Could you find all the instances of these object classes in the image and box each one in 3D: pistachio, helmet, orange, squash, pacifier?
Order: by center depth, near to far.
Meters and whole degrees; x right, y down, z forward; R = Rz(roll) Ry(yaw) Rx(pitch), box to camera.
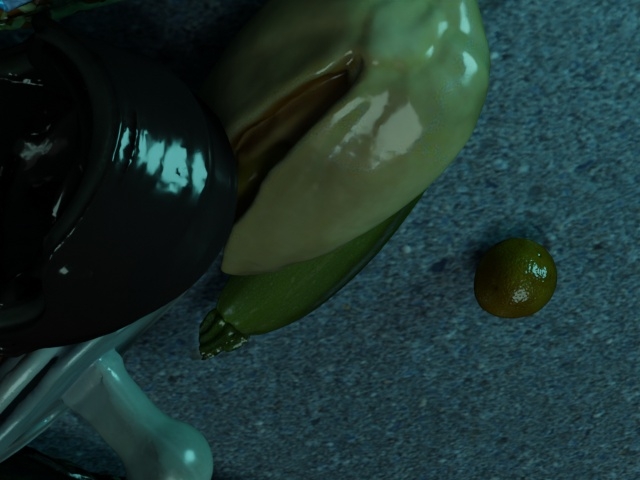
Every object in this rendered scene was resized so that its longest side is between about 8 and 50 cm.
[{"bbox_3d":[-0.184,-0.027,1.123,0.177,0.225,0.305,10,158,-39],"label":"helmet"},{"bbox_3d":[0.006,-0.099,1.180,0.187,0.187,0.299,22,135,-33],"label":"pistachio"},{"bbox_3d":[0.000,0.000,1.348,0.094,0.094,0.341,21,125,-33],"label":"squash"},{"bbox_3d":[-0.188,0.150,1.352,0.226,0.238,0.287,44,116,3],"label":"pacifier"},{"bbox_3d":[0.184,0.037,1.440,0.085,0.085,0.085,-8,138,-7],"label":"orange"}]

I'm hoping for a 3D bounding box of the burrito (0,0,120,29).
[{"bbox_3d":[-0.201,-0.208,1.081,0.288,0.054,0.104,-14,110,12],"label":"burrito"}]

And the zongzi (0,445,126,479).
[{"bbox_3d":[-0.198,0.335,1.578,0.362,0.319,0.383,-23,157,-3],"label":"zongzi"}]

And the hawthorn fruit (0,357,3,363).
[{"bbox_3d":[-0.342,0.108,1.286,0.165,0.165,0.285,2,116,-17],"label":"hawthorn fruit"}]

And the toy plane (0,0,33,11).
[{"bbox_3d":[-0.308,-0.221,1.015,0.169,0.078,0.246,-38,108,16],"label":"toy plane"}]
